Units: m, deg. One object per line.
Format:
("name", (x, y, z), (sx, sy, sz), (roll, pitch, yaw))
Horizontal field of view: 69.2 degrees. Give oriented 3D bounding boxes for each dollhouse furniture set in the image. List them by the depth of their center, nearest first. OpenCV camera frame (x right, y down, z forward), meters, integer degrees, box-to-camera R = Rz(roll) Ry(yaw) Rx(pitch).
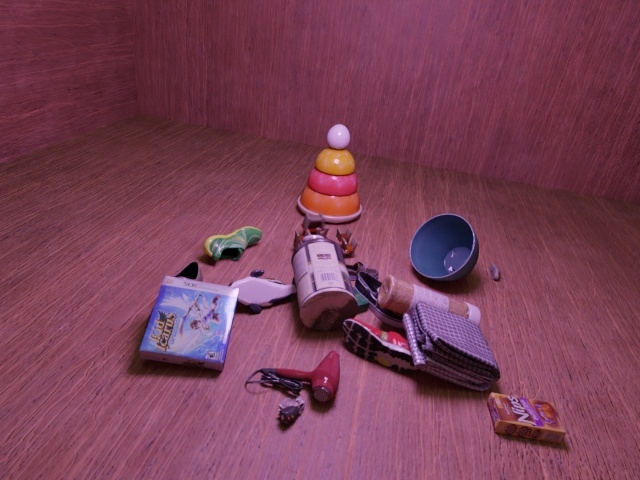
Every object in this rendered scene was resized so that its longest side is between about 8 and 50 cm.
("dollhouse furniture set", (0.000, 0.000, 2.112), (0.261, 0.135, 0.259), (-4, 41, -21))

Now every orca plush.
("orca plush", (-0.217, 0.177, 1.710), (0.287, 0.151, 0.102), (-16, 4, -33))

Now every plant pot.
("plant pot", (0.559, 0.057, 2.000), (0.195, 0.290, 0.290), (33, 5, -44))

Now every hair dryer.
("hair dryer", (-0.049, 0.393, 1.362), (0.293, 0.080, 0.223), (-14, 34, -36))

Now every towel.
("towel", (0.417, 0.328, 1.485), (0.283, 0.121, 0.235), (25, 26, -13))

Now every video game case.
("video game case", (-0.396, 0.250, 1.436), (0.244, 0.061, 0.270), (10, 49, -7))

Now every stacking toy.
("stacking toy", (0.074, -0.363, 2.395), (0.350, 0.480, 0.351), (6, 27, -3))

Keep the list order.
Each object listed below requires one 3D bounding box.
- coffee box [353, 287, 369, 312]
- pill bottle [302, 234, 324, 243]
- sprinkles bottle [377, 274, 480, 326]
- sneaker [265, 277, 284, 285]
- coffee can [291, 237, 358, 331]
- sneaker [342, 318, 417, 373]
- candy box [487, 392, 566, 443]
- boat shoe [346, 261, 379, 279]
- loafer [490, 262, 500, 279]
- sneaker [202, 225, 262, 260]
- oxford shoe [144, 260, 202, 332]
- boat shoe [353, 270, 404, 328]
("coffee box", (0.089, 0.215, 1.775), (0.113, 0.041, 0.184), (-14, 35, -33))
("pill bottle", (-0.026, 0.071, 1.891), (0.094, 0.094, 0.170), (2, 68, -11))
("sprinkles bottle", (0.382, 0.233, 1.636), (0.355, 0.121, 0.121), (21, 26, -10))
("sneaker", (-0.181, 0.161, 1.818), (0.083, 0.031, 0.035), (12, 27, 8))
("coffee can", (0.008, 0.154, 1.654), (0.201, 0.202, 0.275), (1, 38, -12))
("sneaker", (0.201, 0.338, 1.528), (0.278, 0.107, 0.118), (28, 27, 14))
("candy box", (0.588, 0.510, 1.336), (0.186, 0.053, 0.109), (8, 28, 3))
("boat shoe", (0.161, 0.127, 1.932), (0.183, 0.066, 0.066), (-1, 29, -16))
("loafer", (0.799, 0.141, 2.102), (0.039, 0.045, 0.125), (17, 26, 4))
("sneaker", (-0.362, 0.026, 1.980), (0.295, 0.109, 0.123), (-21, 62, -45))
("oxford shoe", (-0.497, 0.191, 1.572), (0.122, 0.130, 0.348), (9, 28, 1))
("boat shoe", (0.244, 0.215, 1.746), (0.113, 0.105, 0.306), (-11, 33, -31))
